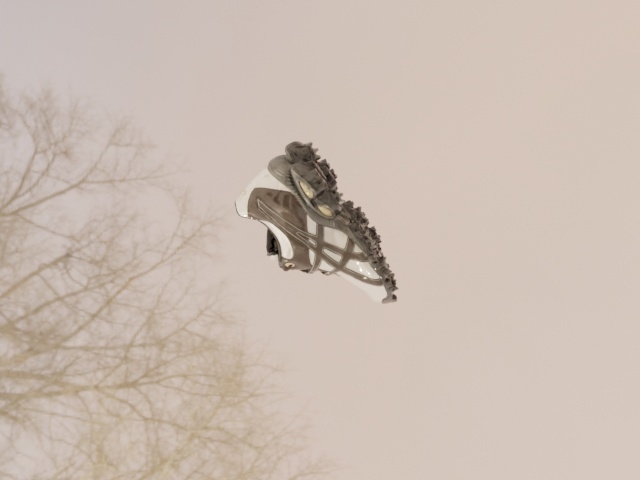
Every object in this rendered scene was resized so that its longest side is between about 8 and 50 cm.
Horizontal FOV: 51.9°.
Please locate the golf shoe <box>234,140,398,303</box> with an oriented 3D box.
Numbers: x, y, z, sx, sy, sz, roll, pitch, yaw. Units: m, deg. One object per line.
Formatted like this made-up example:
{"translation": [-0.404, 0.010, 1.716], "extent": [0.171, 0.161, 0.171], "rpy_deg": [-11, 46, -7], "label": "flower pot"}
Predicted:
{"translation": [0.000, 0.000, 0.611], "extent": [0.094, 0.198, 0.077], "rpy_deg": [-31, -147, 12], "label": "golf shoe"}
